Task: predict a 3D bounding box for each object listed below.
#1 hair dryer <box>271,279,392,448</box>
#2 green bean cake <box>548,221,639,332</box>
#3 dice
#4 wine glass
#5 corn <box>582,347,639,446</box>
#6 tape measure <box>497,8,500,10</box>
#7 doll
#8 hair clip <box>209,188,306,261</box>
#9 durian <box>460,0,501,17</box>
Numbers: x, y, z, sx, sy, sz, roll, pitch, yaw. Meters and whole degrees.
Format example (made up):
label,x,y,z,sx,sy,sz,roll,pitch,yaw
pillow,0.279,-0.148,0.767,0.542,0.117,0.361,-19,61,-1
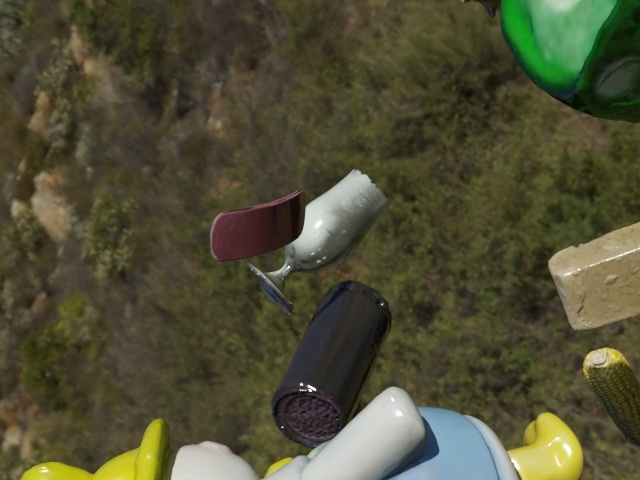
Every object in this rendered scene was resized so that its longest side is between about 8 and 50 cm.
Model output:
label,x,y,z,sx,sy,sz,roll,pitch,yaw
hair dryer,0.030,0.202,1.111,0.197,0.089,0.251,-61,-35,-55
green bean cake,0.432,0.051,1.425,0.179,0.109,0.085,-22,22,14
dice,0.188,-0.154,0.578,0.131,0.120,0.128,-108,25,-43
wine glass,0.000,0.000,1.438,0.222,0.103,0.103,-44,-5,-9
corn,0.463,0.243,1.495,0.072,0.203,0.072,-27,30,17
tape measure,0.340,-0.353,1.124,0.084,0.330,0.164,-158,57,-75
doll,-0.004,0.122,0.421,0.135,0.241,0.098,115,156,-66
hair clip,-0.056,-0.016,0.989,0.137,0.022,0.054,-19,-58,-46
durian,0.157,-0.253,0.739,0.153,0.261,0.186,-115,28,-52
